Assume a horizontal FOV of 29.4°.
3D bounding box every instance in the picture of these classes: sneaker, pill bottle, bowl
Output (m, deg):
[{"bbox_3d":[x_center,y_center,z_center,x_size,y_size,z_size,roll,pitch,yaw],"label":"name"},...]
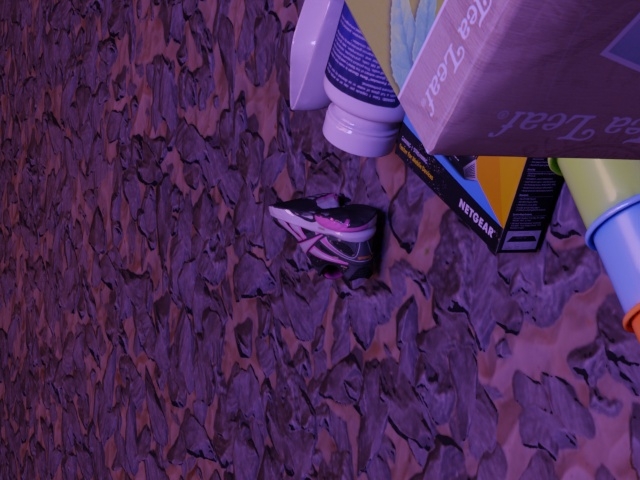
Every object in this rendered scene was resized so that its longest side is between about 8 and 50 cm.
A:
[{"bbox_3d":[0.000,0.000,1.234,0.178,0.072,0.077,-154,56,-66],"label":"sneaker"},{"bbox_3d":[0.055,-0.164,1.089,0.094,0.094,0.169,55,137,47],"label":"pill bottle"},{"bbox_3d":[0.012,-0.206,1.187,0.142,0.053,0.142,-93,18,-51],"label":"bowl"}]

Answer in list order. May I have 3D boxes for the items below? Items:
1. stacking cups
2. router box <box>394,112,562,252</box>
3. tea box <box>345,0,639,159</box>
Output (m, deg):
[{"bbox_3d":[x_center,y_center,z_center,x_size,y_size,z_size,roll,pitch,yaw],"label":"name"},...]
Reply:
[{"bbox_3d":[0.217,0.010,0.779,0.096,0.096,0.316,-53,45,50],"label":"stacking cups"},{"bbox_3d":[0.132,-0.090,0.994,0.179,0.046,0.133,51,134,51],"label":"router box"},{"bbox_3d":[0.171,-0.220,0.610,0.220,0.328,0.324,-63,39,41],"label":"tea box"}]
